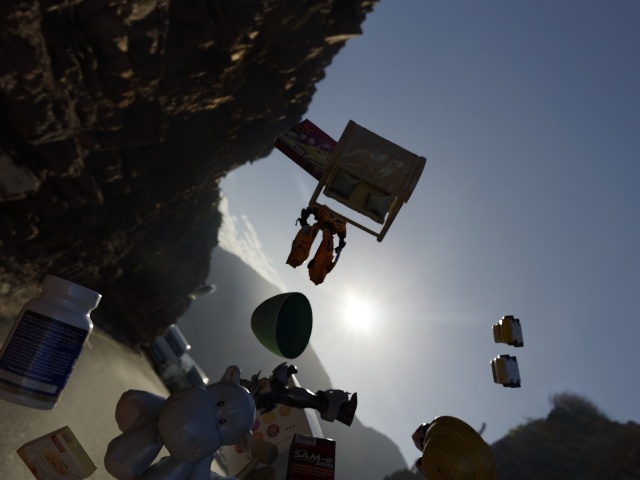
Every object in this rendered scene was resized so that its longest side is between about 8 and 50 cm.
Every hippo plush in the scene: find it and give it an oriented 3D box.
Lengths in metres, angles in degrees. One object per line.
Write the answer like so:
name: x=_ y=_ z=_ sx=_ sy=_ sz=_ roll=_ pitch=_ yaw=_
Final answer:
hippo plush: x=-0.215 y=0.362 z=0.998 sx=0.236 sy=0.294 sz=0.234 roll=-25 pitch=-109 yaw=44

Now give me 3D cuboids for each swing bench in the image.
swing bench: x=0.137 y=-0.175 z=1.619 sx=0.253 sy=0.165 sz=0.254 roll=27 pitch=-45 yaw=-1

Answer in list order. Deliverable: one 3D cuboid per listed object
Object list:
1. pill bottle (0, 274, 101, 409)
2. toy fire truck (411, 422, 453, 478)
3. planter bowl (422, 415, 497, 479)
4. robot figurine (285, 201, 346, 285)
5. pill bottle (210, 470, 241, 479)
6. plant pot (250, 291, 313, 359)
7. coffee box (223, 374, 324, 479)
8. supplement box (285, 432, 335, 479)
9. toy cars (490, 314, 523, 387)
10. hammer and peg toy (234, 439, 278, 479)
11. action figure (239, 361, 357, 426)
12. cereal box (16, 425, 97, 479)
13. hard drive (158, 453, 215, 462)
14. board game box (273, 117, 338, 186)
pill bottle: x=-0.596 y=0.218 z=1.194 sx=0.153 sy=0.264 sz=0.153 roll=19 pitch=-16 yaw=6
toy fire truck: x=0.441 y=0.730 z=1.877 sx=0.302 sy=0.169 sz=0.254 roll=23 pitch=-34 yaw=42
planter bowl: x=0.320 y=0.559 z=1.366 sx=0.217 sy=0.090 sz=0.217 roll=20 pitch=-64 yaw=47
robot figurine: x=0.000 y=0.000 z=1.898 sx=0.211 sy=0.291 sz=0.085 roll=38 pitch=-35 yaw=-20
pill bottle: x=-0.323 y=0.634 z=1.253 sx=0.363 sy=0.210 sz=0.210 roll=-21 pitch=-77 yaw=39
plant pot: x=-0.191 y=0.364 z=2.409 sx=0.195 sy=0.290 sz=0.290 roll=1 pitch=-53 yaw=31
coffee box: x=-0.182 y=0.786 z=2.195 sx=0.334 sy=0.338 sz=0.338 roll=-117 pitch=-177 yaw=-46
supplement box: x=-0.029 y=0.668 z=1.525 sx=0.239 sy=0.130 sz=0.073 roll=-85 pitch=-171 yaw=-55
toy cars: x=0.617 y=0.373 z=1.841 sx=0.087 sy=0.393 sz=0.176 roll=-13 pitch=-69 yaw=29
hammer and peg toy: x=-0.229 y=0.754 z=1.546 sx=0.127 sy=0.266 sz=0.361 roll=8 pitch=-78 yaw=39
action figure: x=-0.067 y=0.347 z=1.225 sx=0.285 sy=0.099 sz=0.185 roll=15 pitch=-32 yaw=-9
cereal box: x=-0.842 y=0.698 z=1.747 sx=0.240 sy=0.047 sz=0.173 roll=-27 pitch=-82 yaw=28
hard drive: x=-0.502 y=0.822 z=1.844 sx=0.318 sy=0.210 sz=0.040 roll=-59 pitch=135 yaw=-77
board game box: x=0.024 y=-0.289 z=1.970 sx=0.347 sy=0.208 sz=0.056 roll=38 pitch=-51 yaw=6
